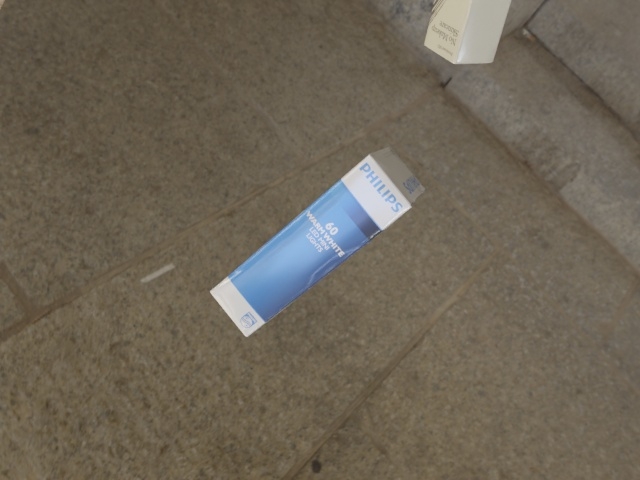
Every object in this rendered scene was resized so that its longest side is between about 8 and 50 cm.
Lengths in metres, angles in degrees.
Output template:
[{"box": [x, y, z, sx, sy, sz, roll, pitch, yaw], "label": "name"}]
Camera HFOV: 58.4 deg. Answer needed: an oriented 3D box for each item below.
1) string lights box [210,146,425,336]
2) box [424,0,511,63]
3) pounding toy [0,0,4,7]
[{"box": [0.000, 0.000, 0.706, 0.077, 0.260, 0.133, 50, 20, 1], "label": "string lights box"}, {"box": [0.277, -0.462, 1.008, 0.094, 0.275, 0.113, -9, 38, -24], "label": "box"}, {"box": [-0.402, -0.322, 0.566, 0.269, 0.154, 0.155, -8, 53, -23], "label": "pounding toy"}]
